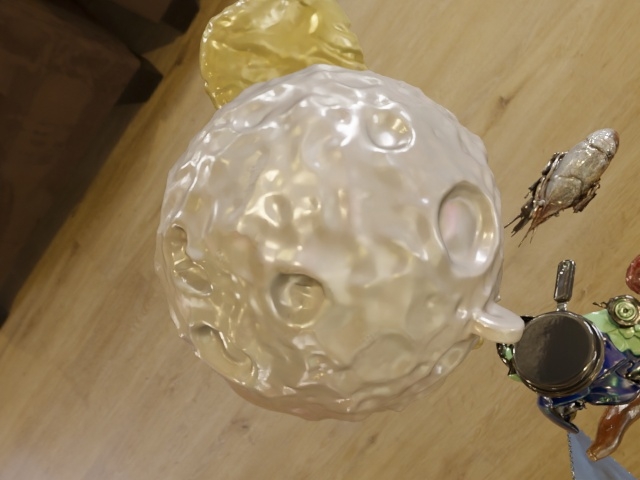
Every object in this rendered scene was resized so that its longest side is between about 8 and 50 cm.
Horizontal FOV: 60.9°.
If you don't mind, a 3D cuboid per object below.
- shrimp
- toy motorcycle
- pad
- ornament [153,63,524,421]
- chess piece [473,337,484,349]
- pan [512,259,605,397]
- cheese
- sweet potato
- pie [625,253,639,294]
[{"bbox_3d":[0.556,-0.123,1.269,0.116,0.145,0.343,40,99,-8],"label":"shrimp"},{"bbox_3d":[0.451,0.192,0.844,0.332,0.125,0.196,-13,70,22],"label":"toy motorcycle"},{"bbox_3d":[0.709,0.596,1.327,0.270,0.269,0.012,43,115,6],"label":"pad"},{"bbox_3d":[0.000,0.000,0.531,0.337,0.337,0.336,-1,88,26],"label":"ornament"},{"bbox_3d":[0.291,0.206,1.177,0.066,0.122,0.066,-12,76,56],"label":"chess piece"},{"bbox_3d":[0.361,0.123,0.830,0.136,0.028,0.235,-13,46,43],"label":"pan"},{"bbox_3d":[-0.047,-0.228,0.752,0.226,0.117,0.213,-22,102,-11],"label":"cheese"},{"bbox_3d":[0.521,0.275,0.912,0.265,0.057,0.057,-29,71,-23],"label":"sweet potato"},{"bbox_3d":[0.813,0.075,1.307,0.155,0.036,0.154,0,121,1],"label":"pie"}]
